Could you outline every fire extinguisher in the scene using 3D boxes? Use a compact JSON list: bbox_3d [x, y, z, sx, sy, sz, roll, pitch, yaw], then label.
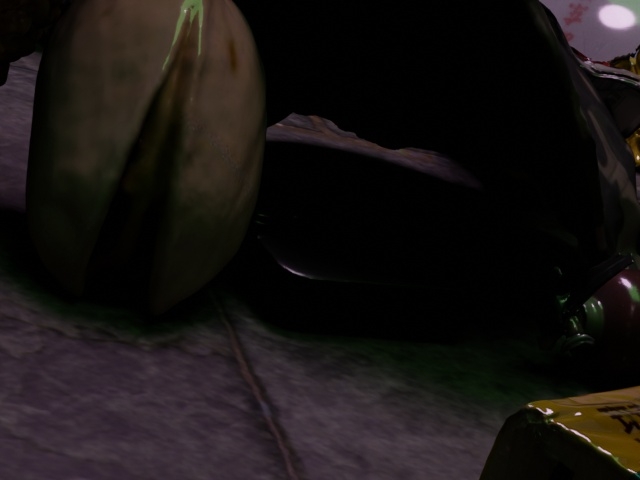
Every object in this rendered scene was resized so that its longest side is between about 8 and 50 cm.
[{"bbox_3d":[0.220,0.046,1.229,0.231,0.099,0.071,7,48,-32],"label":"fire extinguisher"}]

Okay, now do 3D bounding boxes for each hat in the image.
[{"bbox_3d":[0.094,-0.126,1.328,0.366,0.381,0.257,25,54,11],"label":"hat"}]

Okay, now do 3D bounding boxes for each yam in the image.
[{"bbox_3d":[0.046,-0.038,1.457,0.107,0.014,0.014,24,19,17],"label":"yam"}]

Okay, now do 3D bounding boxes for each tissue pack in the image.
[{"bbox_3d":[0.143,0.125,0.880,0.169,0.120,0.082,-4,29,-46],"label":"tissue pack"}]

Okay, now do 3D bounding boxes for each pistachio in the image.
[{"bbox_3d":[-0.099,-0.065,1.156,0.138,0.153,0.238,9,62,-6],"label":"pistachio"}]

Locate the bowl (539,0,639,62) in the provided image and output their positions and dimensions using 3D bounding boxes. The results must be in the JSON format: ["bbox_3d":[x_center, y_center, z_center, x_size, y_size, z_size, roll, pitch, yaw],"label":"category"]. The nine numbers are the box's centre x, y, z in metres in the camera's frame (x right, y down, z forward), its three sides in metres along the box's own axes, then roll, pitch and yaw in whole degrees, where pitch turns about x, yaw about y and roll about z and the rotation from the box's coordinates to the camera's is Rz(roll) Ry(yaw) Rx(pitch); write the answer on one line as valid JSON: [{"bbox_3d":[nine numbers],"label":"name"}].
[{"bbox_3d":[0.317,-0.215,2.010,0.346,0.157,0.345,16,18,-5],"label":"bowl"}]

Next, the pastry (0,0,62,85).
[{"bbox_3d":[-0.239,-0.225,1.155,0.245,0.409,0.409,32,16,-7],"label":"pastry"}]

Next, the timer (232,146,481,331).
[{"bbox_3d":[0.000,0.000,1.244,0.144,0.055,0.187,5,25,-29],"label":"timer"}]

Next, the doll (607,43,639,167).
[{"bbox_3d":[0.366,-0.131,1.805,0.221,0.135,0.143,-4,-16,-35],"label":"doll"}]

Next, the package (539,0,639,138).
[{"bbox_3d":[0.176,-0.122,1.558,0.166,0.040,0.232,35,-16,0],"label":"package"}]

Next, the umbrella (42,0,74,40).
[{"bbox_3d":[-0.234,-0.237,1.662,0.272,0.122,0.110,35,-19,54],"label":"umbrella"}]
